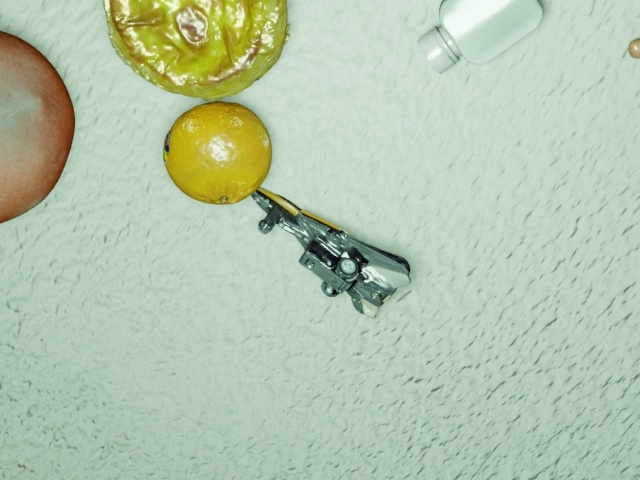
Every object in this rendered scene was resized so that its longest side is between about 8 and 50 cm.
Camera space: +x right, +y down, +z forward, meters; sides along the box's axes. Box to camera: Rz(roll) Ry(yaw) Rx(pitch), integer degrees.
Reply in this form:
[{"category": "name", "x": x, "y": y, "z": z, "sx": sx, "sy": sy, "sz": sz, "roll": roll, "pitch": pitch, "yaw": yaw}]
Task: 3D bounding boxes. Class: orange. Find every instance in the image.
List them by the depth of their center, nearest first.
[{"category": "orange", "x": -0.165, "y": -0.138, "z": 1.476, "sx": 0.178, "sy": 0.155, "sz": 0.177, "roll": -6, "pitch": 133, "yaw": -6}]

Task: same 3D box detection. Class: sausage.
[{"category": "sausage", "x": 0.516, "y": -0.295, "z": 1.407, "sx": 0.083, "sy": 0.034, "sz": 0.034, "roll": 1, "pitch": 113, "yaw": 5}]

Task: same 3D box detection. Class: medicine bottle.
[{"category": "medicine bottle", "x": 0.240, "y": -0.334, "z": 1.401, "sx": 0.183, "sy": 0.069, "sz": 0.119, "roll": -35, "pitch": 107, "yaw": 17}]

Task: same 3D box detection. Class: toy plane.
[{"category": "toy plane", "x": -0.005, "y": 0.009, "z": 1.558, "sx": 0.316, "sy": 0.103, "sz": 0.204, "roll": 31, "pitch": 147, "yaw": -4}]

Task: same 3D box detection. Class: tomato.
[{"category": "tomato", "x": -0.537, "y": -0.175, "z": 1.418, "sx": 0.322, "sy": 0.321, "sz": 0.321, "roll": 2, "pitch": 113, "yaw": 5}]

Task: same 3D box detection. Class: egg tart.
[{"category": "egg tart", "x": -0.190, "y": -0.361, "z": 1.410, "sx": 0.295, "sy": 0.116, "sz": 0.294, "roll": 0, "pitch": 111, "yaw": 1}]
